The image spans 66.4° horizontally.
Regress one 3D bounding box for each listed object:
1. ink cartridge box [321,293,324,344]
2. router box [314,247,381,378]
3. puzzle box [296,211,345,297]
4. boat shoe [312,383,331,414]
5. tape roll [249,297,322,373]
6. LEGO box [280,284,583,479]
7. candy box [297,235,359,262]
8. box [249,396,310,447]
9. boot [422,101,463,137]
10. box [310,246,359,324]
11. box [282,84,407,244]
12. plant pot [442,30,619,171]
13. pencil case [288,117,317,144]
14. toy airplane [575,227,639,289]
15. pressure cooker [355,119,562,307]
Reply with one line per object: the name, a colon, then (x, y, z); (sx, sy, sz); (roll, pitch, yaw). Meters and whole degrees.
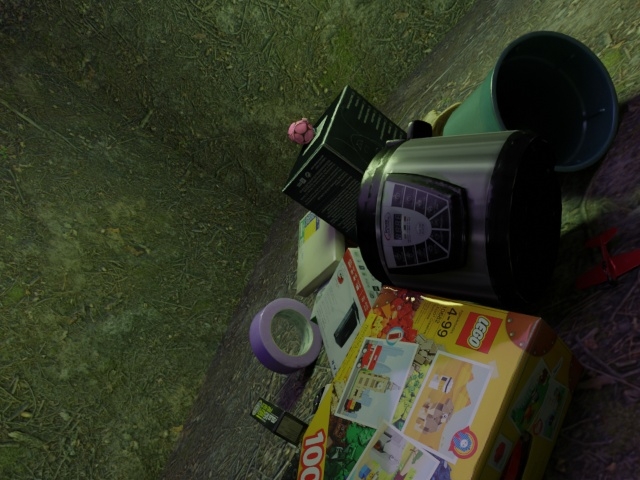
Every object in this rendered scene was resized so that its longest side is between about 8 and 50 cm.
ink cartridge box: (0.106, 0.244, 1.545); (0.371, 0.069, 0.176); (-20, 69, 61)
router box: (0.105, 0.244, 1.374); (0.336, 0.082, 0.301); (-109, 33, -41)
puzzle box: (0.000, 0.000, 2.014); (0.272, 0.052, 0.409); (-44, 33, 39)
boat shoe: (0.159, 0.427, 1.172); (0.340, 0.158, 0.127); (0, 55, 36)
tape roll: (-0.130, 0.364, 1.871); (0.090, 0.274, 0.275); (-41, 20, 44)
LEGO box: (0.180, 0.365, 0.893); (0.372, 0.193, 0.500); (6, 61, 54)
candy box: (0.060, 0.040, 2.152); (0.316, 0.183, 0.088); (-42, 21, 41)
box: (-0.035, 0.512, 1.272); (0.060, 0.270, 0.216); (-59, 16, -19)
boot: (0.524, -0.520, 2.101); (0.262, 0.095, 0.203); (-49, 14, 38)
box: (0.103, 0.187, 1.827); (0.262, 0.126, 0.231); (-42, 22, 42)
box: (0.166, -0.279, 1.948); (0.297, 0.471, 0.480); (-44, 18, 40)
plant pot: (0.510, -0.306, 1.287); (0.341, 0.341, 0.334); (-59, 7, -12)
pencil case: (-0.078, -0.437, 1.957); (0.209, 0.095, 0.098); (-131, 39, -73)
toy airplane: (0.554, 0.033, 0.942); (0.151, 0.028, 0.151); (-51, 15, 19)
pressure cooker: (0.279, -0.046, 1.096); (0.420, 0.375, 0.370); (6, 53, 41)
